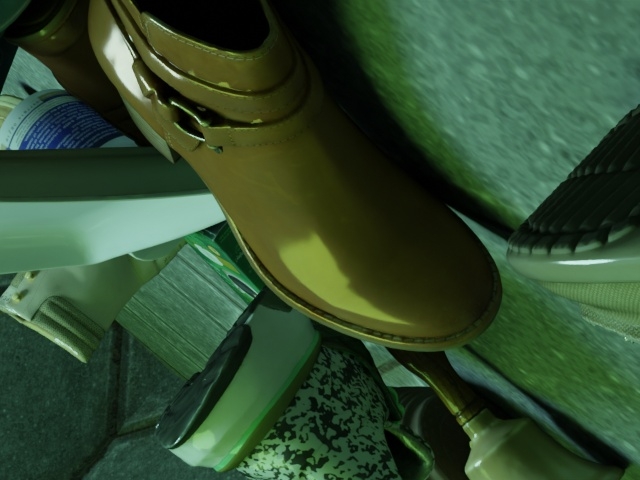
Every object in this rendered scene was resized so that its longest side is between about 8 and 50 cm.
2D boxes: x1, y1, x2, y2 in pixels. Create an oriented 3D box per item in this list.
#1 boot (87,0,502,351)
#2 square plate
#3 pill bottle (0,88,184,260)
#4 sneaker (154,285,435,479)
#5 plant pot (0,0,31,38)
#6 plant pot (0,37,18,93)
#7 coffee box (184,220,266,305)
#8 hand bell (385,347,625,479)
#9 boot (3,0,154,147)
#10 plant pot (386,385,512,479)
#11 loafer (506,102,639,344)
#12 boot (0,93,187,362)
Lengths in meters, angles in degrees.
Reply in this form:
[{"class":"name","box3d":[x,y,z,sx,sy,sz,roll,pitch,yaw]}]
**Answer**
[{"class":"boot","box3d":[-0.013,-0.065,0.746,0.283,0.109,0.220,44,166,13]},{"class":"square plate","box3d":[-0.251,-0.017,1.053,0.344,0.049,0.347,-3,171,-35]},{"class":"pill bottle","box3d":[-0.208,-0.059,1.313,0.186,0.112,0.112,31,166,35]},{"class":"sneaker","box3d":[0.000,0.131,1.076,0.182,0.158,0.410,40,-171,2]},{"class":"plant pot","box3d":[-0.279,-0.173,0.776,0.255,0.272,0.271,0,141,52]},{"class":"plant pot","box3d":[-0.368,-0.176,1.051,0.252,0.247,0.248,11,160,16]},{"class":"coffee box","box3d":[-0.076,0.021,1.374,0.113,0.040,0.184,28,163,48]},{"class":"hand bell","box3d":[0.111,0.130,1.105,0.242,0.126,0.126,49,170,10]},{"class":"boot","box3d":[-0.145,-0.121,0.984,0.152,0.073,0.197,43,179,-16]},{"class":"plant pot","box3d":[0.108,0.207,1.206,0.237,0.237,0.110,39,128,5]},{"class":"loafer","box3d":[0.149,0.003,0.438,0.092,0.102,0.268,48,166,-12]},{"class":"boot","box3d":[-0.300,-0.013,1.533,0.262,0.203,0.095,41,168,-12]}]
